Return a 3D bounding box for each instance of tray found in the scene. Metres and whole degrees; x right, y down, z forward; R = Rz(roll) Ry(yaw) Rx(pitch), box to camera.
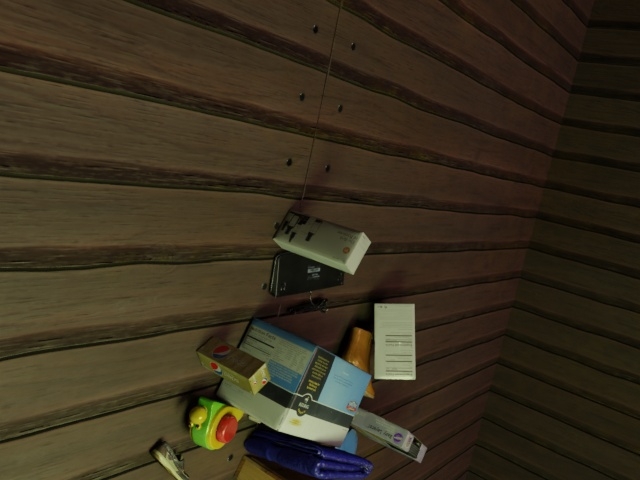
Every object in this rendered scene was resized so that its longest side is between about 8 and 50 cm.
[{"bbox_3d":[-0.058,0.743,1.805,0.411,0.203,0.076,38,73,-53],"label":"tray"}]

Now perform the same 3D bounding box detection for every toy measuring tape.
[{"bbox_3d":[-0.246,0.476,1.527,0.121,0.121,0.330,-63,153,-12],"label":"toy measuring tape"}]

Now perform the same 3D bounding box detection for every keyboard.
[{"bbox_3d":[-0.032,0.121,1.712,0.317,0.033,0.201,-4,102,-51],"label":"keyboard"}]

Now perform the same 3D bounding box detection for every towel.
[{"bbox_3d":[-0.033,0.585,1.656,0.228,0.308,0.076,19,76,-41],"label":"towel"}]

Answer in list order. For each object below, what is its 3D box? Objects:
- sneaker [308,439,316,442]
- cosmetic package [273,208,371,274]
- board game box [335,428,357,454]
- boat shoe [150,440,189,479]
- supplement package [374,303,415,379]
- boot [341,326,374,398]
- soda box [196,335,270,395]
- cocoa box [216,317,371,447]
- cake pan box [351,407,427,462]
[{"bbox_3d":[-0.062,0.664,1.890,0.166,0.065,0.076,38,79,-51],"label":"sneaker"},{"bbox_3d":[0.000,0.000,1.520,0.098,0.239,0.060,-62,144,-14],"label":"cosmetic package"},{"bbox_3d":[0.075,0.748,2.133,0.169,0.033,0.133,-25,119,-51],"label":"board game box"},{"bbox_3d":[-0.353,0.540,1.449,0.049,0.056,0.152,-46,137,-23],"label":"boat shoe"},{"bbox_3d":[0.246,0.335,1.990,0.139,0.134,0.244,52,38,-79],"label":"supplement package"},{"bbox_3d":[0.146,0.412,2.023,0.295,0.104,0.211,50,54,-60],"label":"boot"},{"bbox_3d":[-0.208,0.296,1.425,0.061,0.181,0.058,-41,135,-36],"label":"soda box"},{"bbox_3d":[-0.059,0.389,1.620,0.347,0.231,0.227,40,71,-53],"label":"cocoa box"},{"bbox_3d":[0.228,0.678,2.104,0.070,0.267,0.245,-62,146,-17],"label":"cake pan box"}]
